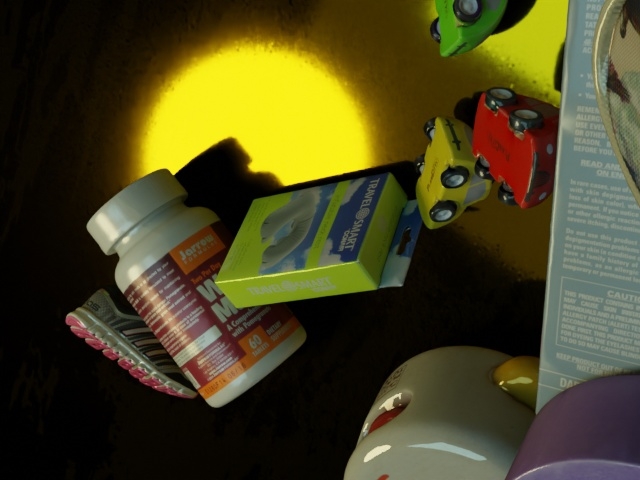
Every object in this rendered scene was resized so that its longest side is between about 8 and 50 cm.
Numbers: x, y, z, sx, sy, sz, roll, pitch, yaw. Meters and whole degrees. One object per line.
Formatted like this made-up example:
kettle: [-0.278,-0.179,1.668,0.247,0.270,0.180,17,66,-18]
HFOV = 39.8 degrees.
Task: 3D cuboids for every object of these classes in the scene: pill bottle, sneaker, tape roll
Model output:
pill bottle: [-0.124,0.045,0.875,0.121,0.121,0.221,-38,89,37]
sneaker: [-0.194,0.110,0.985,0.170,0.075,0.063,39,155,-15]
tape roll: [0.204,0.180,0.538,0.189,0.080,0.189,18,129,24]

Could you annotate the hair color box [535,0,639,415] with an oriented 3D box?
hair color box: [0.230,-0.074,0.566,0.114,0.185,0.374,12,117,28]

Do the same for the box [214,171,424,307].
box: [0.000,0.000,0.786,0.178,0.109,0.042,-10,133,34]

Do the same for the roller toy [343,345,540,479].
roller toy: [0.127,0.194,0.774,0.191,0.146,0.209,1,120,22]

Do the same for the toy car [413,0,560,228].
toy car: [0.120,-0.127,0.658,0.053,0.239,0.225,-4,87,-12]

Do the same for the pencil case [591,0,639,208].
pencil case: [0.316,-0.128,0.375,0.183,0.410,0.160,67,165,1]
